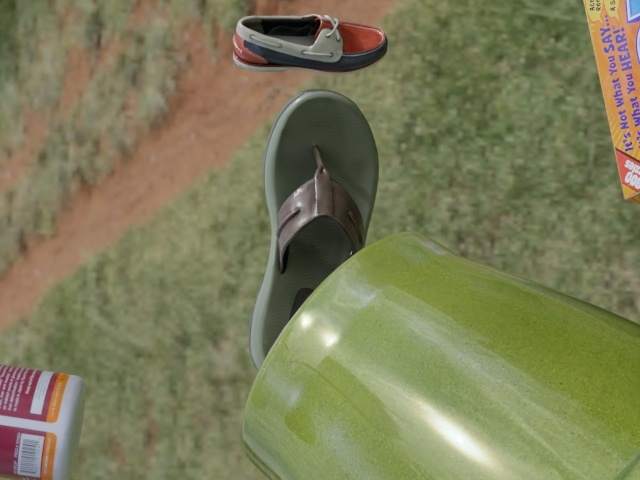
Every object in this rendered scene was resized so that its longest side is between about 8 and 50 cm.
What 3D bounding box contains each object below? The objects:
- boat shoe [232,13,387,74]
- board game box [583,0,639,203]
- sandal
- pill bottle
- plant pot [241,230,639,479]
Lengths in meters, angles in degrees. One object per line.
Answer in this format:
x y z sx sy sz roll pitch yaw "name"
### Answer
-0.007 -0.171 1.158 0.043 0.137 0.049 102 162 -50 "boat shoe"
0.628 -0.248 1.848 0.356 0.356 0.356 -33 54 45 "board game box"
0.001 0.001 1.358 0.086 0.120 0.302 -163 78 -73 "sandal"
-0.261 0.135 1.042 0.086 0.152 0.086 -171 90 -86 "pill bottle"
0.140 0.180 1.060 0.353 0.366 0.366 37 123 26 "plant pot"
